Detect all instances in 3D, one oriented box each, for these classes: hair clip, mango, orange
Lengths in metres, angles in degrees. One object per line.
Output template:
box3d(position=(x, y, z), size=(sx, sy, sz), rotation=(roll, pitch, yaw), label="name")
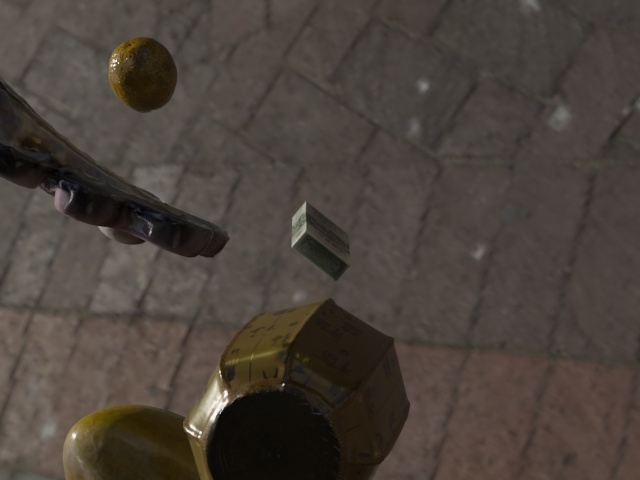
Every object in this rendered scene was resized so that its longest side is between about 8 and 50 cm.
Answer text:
box3d(position=(-0.179, -0.054, 1.105), size=(0.075, 0.257, 0.146), rotation=(-57, 2, -1), label="hair clip")
box3d(position=(-0.129, 0.309, 1.561), size=(0.222, 0.384, 0.199), rotation=(-11, 27, 26), label="mango")
box3d(position=(-0.217, -0.203, 2.033), size=(0.085, 0.095, 0.085), rotation=(-11, 35, 8), label="orange")

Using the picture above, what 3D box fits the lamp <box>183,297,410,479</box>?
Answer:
box3d(position=(-0.015, 0.133, 1.274), size=(0.161, 0.161, 0.185), rotation=(-40, 3, 20), label="lamp")

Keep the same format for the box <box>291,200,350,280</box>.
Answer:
box3d(position=(0.000, 0.000, 1.511), size=(0.024, 0.054, 0.083), rotation=(-47, 14, 15), label="box")
